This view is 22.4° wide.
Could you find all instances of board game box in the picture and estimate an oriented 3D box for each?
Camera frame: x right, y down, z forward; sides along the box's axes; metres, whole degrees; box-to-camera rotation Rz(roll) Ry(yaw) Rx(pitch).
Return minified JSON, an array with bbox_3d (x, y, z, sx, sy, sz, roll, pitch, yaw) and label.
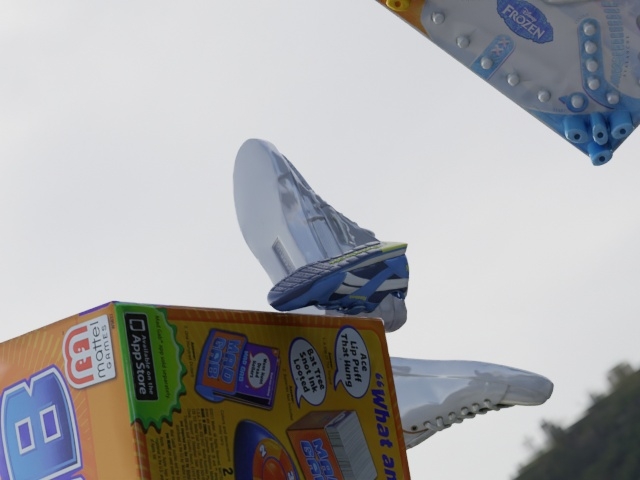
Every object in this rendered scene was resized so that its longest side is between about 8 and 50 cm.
[{"bbox_3d":[-0.153,0.277,1.509,0.356,0.356,0.356,-21,-18,38],"label":"board game box"},{"bbox_3d":[0.298,-0.324,1.834,0.390,0.050,0.390,35,-64,-12],"label":"board game box"}]

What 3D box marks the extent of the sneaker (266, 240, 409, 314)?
[{"bbox_3d":[0.021,0.044,1.459,0.144,0.053,0.059,-17,-75,-23],"label":"sneaker"}]

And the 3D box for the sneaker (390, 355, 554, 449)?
[{"bbox_3d":[0.161,0.218,2.108,0.290,0.123,0.106,0,-14,24],"label":"sneaker"}]

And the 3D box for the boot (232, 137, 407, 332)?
[{"bbox_3d":[0.000,0.000,1.738,0.123,0.258,0.095,1,-37,-37],"label":"boot"}]
